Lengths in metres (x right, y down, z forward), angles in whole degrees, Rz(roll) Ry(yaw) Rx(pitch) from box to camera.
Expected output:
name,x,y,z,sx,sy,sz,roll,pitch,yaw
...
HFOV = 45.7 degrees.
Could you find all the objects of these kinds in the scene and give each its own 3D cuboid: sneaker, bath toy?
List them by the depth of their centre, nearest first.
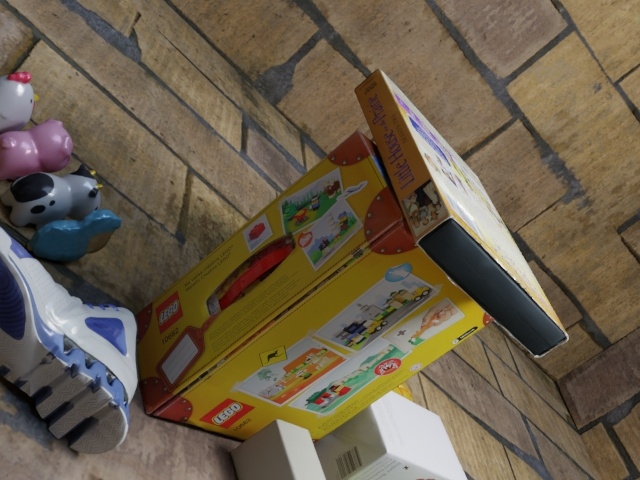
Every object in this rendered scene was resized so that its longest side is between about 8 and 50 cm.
name,x,y,z,sx,sy,sz,roll,pitch,yaw
sneaker,-0.352,0.121,1.022,0.315,0.127,0.182,55,13,-11
bath toy,-0.456,-0.136,1.240,0.348,0.129,0.151,56,19,17

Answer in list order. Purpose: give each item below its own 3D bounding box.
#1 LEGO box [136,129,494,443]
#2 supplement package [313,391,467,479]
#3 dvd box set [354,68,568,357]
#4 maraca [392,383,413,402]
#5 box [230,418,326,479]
name,x,y,z,sx,sy,sz,roll,pitch,yaw
LEGO box,0.003,0.118,1.244,0.372,0.500,0.193,33,26,-46
supplement package,0.121,0.415,1.467,0.293,0.177,0.175,34,24,-41
dvd box set,0.200,-0.054,1.141,0.307,0.062,0.420,40,22,-33
maraca,0.146,0.386,1.726,0.185,0.099,0.127,-34,91,-48
box,-0.041,0.426,1.167,0.094,0.113,0.275,33,26,-45
